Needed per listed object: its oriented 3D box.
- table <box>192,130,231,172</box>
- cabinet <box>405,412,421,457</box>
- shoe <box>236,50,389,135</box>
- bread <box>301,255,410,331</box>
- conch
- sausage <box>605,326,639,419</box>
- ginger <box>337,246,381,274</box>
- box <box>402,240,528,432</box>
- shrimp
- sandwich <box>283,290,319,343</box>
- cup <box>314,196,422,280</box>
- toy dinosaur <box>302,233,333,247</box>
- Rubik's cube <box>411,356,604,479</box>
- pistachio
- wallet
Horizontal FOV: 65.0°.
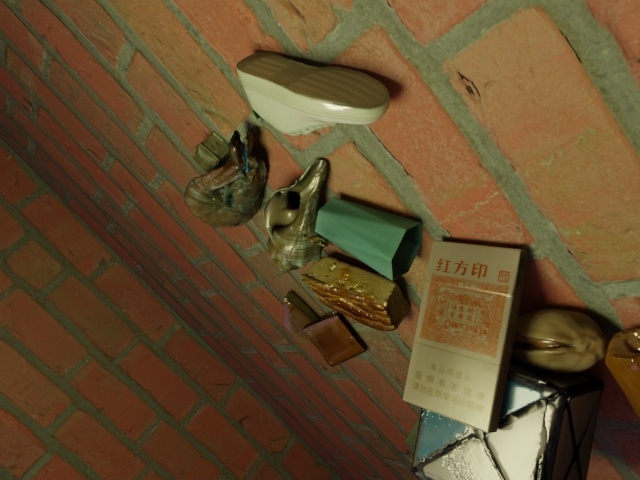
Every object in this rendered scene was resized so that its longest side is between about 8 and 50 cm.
[{"bbox_3d":[-0.306,-0.247,1.420,0.079,0.083,0.062,41,151,2],"label":"table"},{"bbox_3d":[0.429,0.755,1.833,0.150,0.145,0.206,10,138,42],"label":"cabinet"},{"bbox_3d":[-0.019,-0.265,1.021,0.363,0.132,0.160,27,147,32],"label":"shoe"},{"bbox_3d":[0.100,0.152,1.422,0.275,0.114,0.184,18,158,32],"label":"bread"},{"bbox_3d":[-0.062,-0.059,1.335,0.203,0.169,0.385,19,115,1],"label":"conch"},{"bbox_3d":[0.685,0.316,0.980,0.134,0.116,0.353,-30,111,26],"label":"sausage"},{"bbox_3d":[0.115,0.038,1.342,0.173,0.051,0.069,37,154,11],"label":"ginger"},{"bbox_3d":[0.302,0.188,1.058,0.205,0.364,0.051,8,174,45],"label":"box"},{"bbox_3d":[-0.261,-0.160,1.415,0.221,0.109,0.445,10,149,-17],"label":"shrimp"},{"bbox_3d":[-0.060,0.297,1.830,0.096,0.094,0.258,-38,102,19],"label":"sandwich"},{"bbox_3d":[0.111,-0.020,1.205,0.236,0.148,0.134,28,116,31],"label":"cup"},{"bbox_3d":[0.001,0.002,1.259,0.113,0.026,0.041,15,-168,-39],"label":"toy dinosaur"},{"bbox_3d":[0.417,0.422,1.134,0.305,0.306,0.310,10,178,43],"label":"Rubik's cube"},{"bbox_3d":[0.486,0.208,1.059,0.215,0.144,0.143,-4,128,56],"label":"pistachio"},{"bbox_3d":[0.050,0.345,1.765,0.161,0.042,0.195,-30,110,26],"label":"wallet"}]
